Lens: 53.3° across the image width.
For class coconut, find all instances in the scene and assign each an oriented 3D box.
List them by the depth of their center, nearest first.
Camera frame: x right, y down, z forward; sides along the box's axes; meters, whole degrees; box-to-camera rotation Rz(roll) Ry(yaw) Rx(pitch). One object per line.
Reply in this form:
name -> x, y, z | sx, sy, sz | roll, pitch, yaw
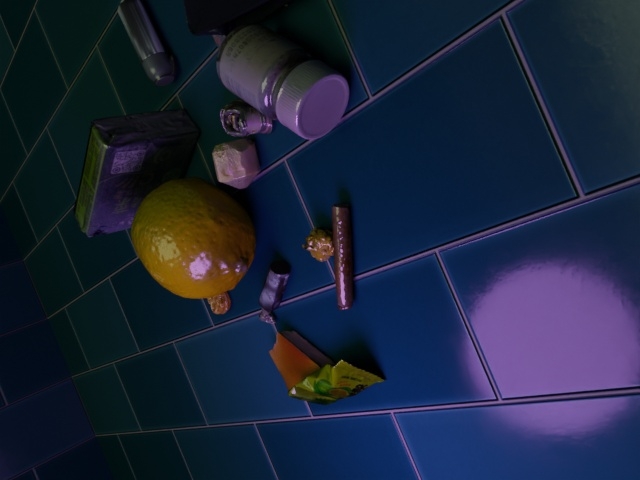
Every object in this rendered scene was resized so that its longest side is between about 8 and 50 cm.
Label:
coconut -> -0.211, -0.191, 1.616 | 0.116, 0.116, 0.122 | -4, 103, 49

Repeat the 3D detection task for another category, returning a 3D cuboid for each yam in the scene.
yam -> 0.053, 0.042, 1.473 | 0.046, 0.046, 0.264 | 16, 119, 44

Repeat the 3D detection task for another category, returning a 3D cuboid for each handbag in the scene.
handbag -> -0.183, -0.622, 1.375 | 0.329, 0.122, 0.303 | -7, 96, 48

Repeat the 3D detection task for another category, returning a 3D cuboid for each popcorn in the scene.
popcorn -> 0.000, 0.000, 1.513 | 0.084, 0.084, 0.084 | 23, 123, 41

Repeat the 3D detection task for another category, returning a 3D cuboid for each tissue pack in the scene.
tissue pack -> -0.234, -0.502, 1.558 | 0.063, 0.035, 0.083 | -27, 85, 49
tissue pack -> -0.539, -0.192, 1.847 | 0.124, 0.288, 0.394 | 54, 139, 20

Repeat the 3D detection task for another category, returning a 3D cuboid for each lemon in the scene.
lemon -> -0.334, -0.008, 1.684 | 0.336, 0.336, 0.336 | 23, 123, 41

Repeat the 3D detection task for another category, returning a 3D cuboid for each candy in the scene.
candy -> 0.040, 0.349, 1.579 | 0.246, 0.149, 0.069 | -33, 45, 49

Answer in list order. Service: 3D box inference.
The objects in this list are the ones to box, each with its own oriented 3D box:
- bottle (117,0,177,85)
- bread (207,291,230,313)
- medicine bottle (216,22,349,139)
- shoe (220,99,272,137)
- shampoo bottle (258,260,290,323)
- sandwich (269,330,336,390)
bottle -> -0.478, -0.559, 1.781 | 0.096, 0.079, 0.254 | -26, 85, 12
bread -> -0.315, 0.172, 1.950 | 0.083, 0.044, 0.111 | -39, 74, 48
medicine bottle -> -0.083, -0.342, 1.361 | 0.273, 0.165, 0.165 | 38, 132, 30
shoe -> -0.201, -0.294, 1.570 | 0.180, 0.092, 0.089 | 17, 120, 43
shampoo bottle -> -0.128, 0.145, 1.717 | 0.063, 0.057, 0.208 | 39, 135, 21
sandwich -> -0.057, 0.308, 1.710 | 0.193, 0.058, 0.162 | -40, 76, 48
